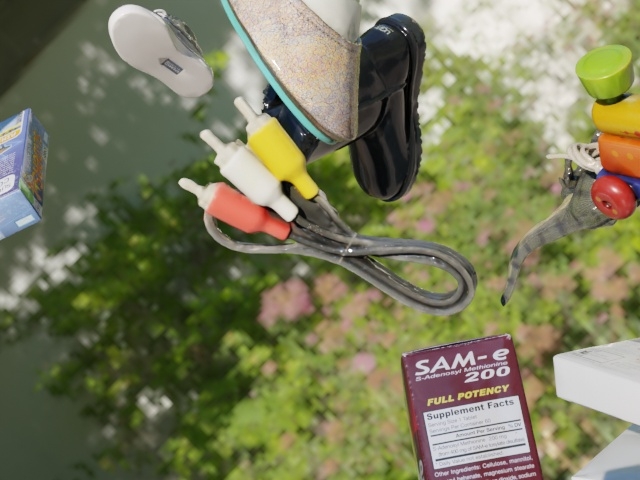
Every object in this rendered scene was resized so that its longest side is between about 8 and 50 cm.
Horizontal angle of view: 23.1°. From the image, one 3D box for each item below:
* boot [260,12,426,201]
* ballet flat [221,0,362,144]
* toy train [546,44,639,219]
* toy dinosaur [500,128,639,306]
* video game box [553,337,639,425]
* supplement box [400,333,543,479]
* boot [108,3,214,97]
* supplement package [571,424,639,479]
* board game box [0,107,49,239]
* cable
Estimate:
[{"bbox_3d":[0.021,-0.123,1.768,0.207,0.094,0.246,-29,-43,-37],"label":"boot"},{"bbox_3d":[-0.035,-0.216,1.183,0.106,0.316,0.107,-41,-26,18],"label":"ballet flat"},{"bbox_3d":[0.249,-0.101,1.305,0.105,0.143,0.248,-44,34,-22],"label":"toy train"},{"bbox_3d":[0.253,-0.048,1.447,0.268,0.064,0.118,-37,34,41],"label":"toy dinosaur"},{"bbox_3d":[0.338,0.120,1.382,0.187,0.048,0.205,-12,10,-21],"label":"video game box"},{"bbox_3d":[0.105,0.190,0.961,0.073,0.239,0.130,-10,-18,1],"label":"supplement box"},{"bbox_3d":[-0.201,-0.247,1.885,0.069,0.086,0.190,-31,-34,11],"label":"boot"},{"bbox_3d":[0.409,0.276,1.529,0.262,0.145,0.204,1,15,34],"label":"supplement package"},{"bbox_3d":[-0.322,-0.023,1.296,0.201,0.035,0.136,-25,33,11],"label":"board game box"},{"bbox_3d":[0.000,0.000,1.431,0.139,0.287,0.072,-53,-2,21],"label":"cable"}]
